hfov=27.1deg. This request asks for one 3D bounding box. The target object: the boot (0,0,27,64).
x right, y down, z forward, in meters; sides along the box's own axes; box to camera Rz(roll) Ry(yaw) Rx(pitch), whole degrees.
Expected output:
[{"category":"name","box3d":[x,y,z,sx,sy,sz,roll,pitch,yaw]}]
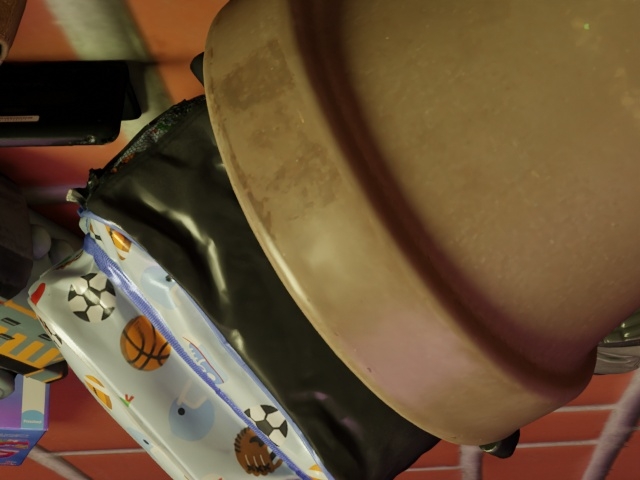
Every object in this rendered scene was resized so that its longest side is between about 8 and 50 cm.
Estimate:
[{"category":"boot","box3d":[-0.280,-0.125,0.580,0.305,0.115,0.112,2,164,-3]}]

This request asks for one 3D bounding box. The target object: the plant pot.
[{"category":"plant pot","box3d":[0.111,-0.067,0.630,0.229,0.263,0.263,-33,147,25]}]

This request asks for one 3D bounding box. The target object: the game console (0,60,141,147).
[{"category":"game console","box3d":[-0.176,-0.069,0.810,0.122,0.107,0.071,-2,132,0]}]

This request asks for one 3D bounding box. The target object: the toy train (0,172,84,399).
[{"category":"toy train","box3d":[-0.275,0.035,1.012,0.190,0.142,0.334,-17,157,14]}]

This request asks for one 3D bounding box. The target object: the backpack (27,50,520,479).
[{"category":"backpack","box3d":[-0.046,0.039,0.811,0.213,0.276,0.263,-36,-171,-1]}]

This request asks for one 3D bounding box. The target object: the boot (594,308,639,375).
[{"category":"boot","box3d":[0.378,0.065,1.191,0.338,0.118,0.223,4,166,20]}]

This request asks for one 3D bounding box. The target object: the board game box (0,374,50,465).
[{"category":"board game box","box3d":[-0.497,0.193,1.506,0.347,0.078,0.233,6,159,-19]}]
